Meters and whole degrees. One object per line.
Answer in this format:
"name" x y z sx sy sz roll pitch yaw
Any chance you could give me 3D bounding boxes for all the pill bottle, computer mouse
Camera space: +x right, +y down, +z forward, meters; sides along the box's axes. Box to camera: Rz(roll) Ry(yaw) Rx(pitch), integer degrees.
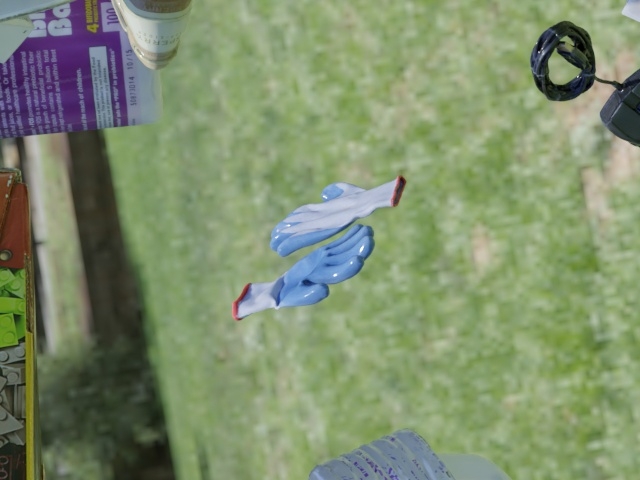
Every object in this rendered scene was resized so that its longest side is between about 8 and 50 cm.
"pill bottle" -0.332 -0.200 2.040 0.169 0.301 0.169 174 90 -84
"computer mouse" 0.225 -0.108 1.352 0.242 0.071 0.041 15 -147 -53

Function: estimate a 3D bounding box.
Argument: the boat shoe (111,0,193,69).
"boat shoe" -0.185 -0.284 1.899 0.285 0.104 0.089 -99 14 -53

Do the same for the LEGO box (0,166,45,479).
"LEGO box" -0.290 0.232 1.271 0.500 0.193 0.372 103 164 -61

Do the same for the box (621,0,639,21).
"box" 0.421 -0.345 1.794 0.262 0.127 0.231 -57 -11 -49

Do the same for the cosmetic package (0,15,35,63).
"cosmetic package" -0.379 -0.220 1.658 0.060 0.239 0.099 -45 65 28

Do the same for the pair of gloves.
"pair of gloves" 0.000 0.000 1.703 0.023 0.159 0.198 54 -145 -22

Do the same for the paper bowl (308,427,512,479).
"paper bowl" 0.110 0.291 1.512 0.284 0.148 0.284 158 90 -77

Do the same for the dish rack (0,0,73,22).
"dish rack" -0.342 -0.154 1.185 0.285 0.333 0.072 17 122 62
